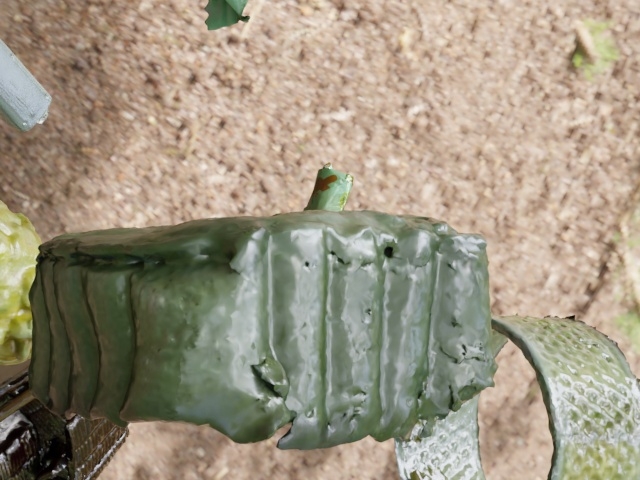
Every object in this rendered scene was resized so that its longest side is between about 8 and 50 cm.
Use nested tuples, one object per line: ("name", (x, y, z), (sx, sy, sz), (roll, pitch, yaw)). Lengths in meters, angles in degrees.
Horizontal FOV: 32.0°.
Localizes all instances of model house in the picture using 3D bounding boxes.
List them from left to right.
("model house", (-0.485, 0.343, 1.945), (0.282, 0.297, 0.317), (58, 44, -17))

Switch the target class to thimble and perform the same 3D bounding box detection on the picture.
("thimble", (0.217, 0.217, 1.251), (0.150, 0.271, 0.270), (7, 108, -36))

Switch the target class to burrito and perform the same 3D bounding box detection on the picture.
("burrito", (0.000, 0.000, 1.869), (0.054, 0.104, 0.288), (34, 68, -39))

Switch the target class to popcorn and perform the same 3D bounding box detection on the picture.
("popcorn", (-0.448, 0.056, 1.404), (0.212, 0.259, 0.259), (-13, 119, -29))

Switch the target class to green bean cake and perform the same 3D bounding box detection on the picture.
("green bean cake", (-0.039, 0.046, 0.632), (0.227, 0.222, 0.124), (-3, 92, -35))

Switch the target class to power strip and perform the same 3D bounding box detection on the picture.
("power strip", (-0.397, -0.221, 1.282), (0.060, 0.027, 0.252), (-59, 140, -22))

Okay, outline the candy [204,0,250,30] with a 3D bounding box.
("candy", (-0.184, -0.550, 1.712), (0.172, 0.262, 0.398), (-11, 149, 13))
